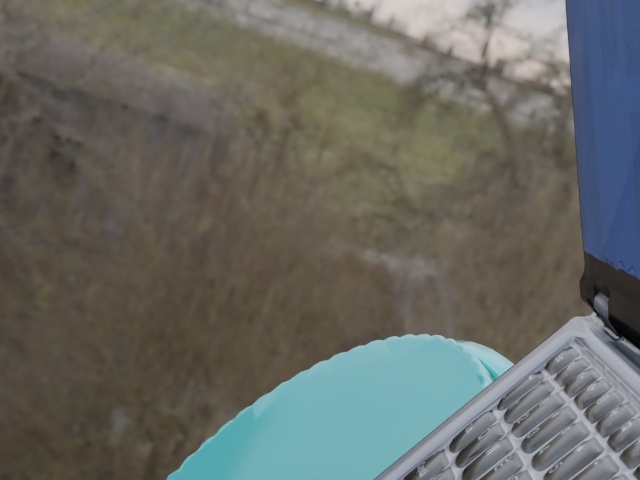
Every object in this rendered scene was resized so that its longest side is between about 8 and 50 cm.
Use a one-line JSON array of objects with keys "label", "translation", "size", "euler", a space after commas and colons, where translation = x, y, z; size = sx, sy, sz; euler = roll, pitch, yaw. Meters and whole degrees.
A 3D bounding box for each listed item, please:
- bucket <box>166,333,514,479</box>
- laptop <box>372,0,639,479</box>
[{"label": "bucket", "translation": [0.032, 0.188, 0.814], "size": [0.183, 0.281, 0.281], "euler": [50, -8, -21]}, {"label": "laptop", "translation": [0.000, 0.000, 0.465], "size": [0.236, 0.408, 0.382], "euler": [51, 3, -5]}]
